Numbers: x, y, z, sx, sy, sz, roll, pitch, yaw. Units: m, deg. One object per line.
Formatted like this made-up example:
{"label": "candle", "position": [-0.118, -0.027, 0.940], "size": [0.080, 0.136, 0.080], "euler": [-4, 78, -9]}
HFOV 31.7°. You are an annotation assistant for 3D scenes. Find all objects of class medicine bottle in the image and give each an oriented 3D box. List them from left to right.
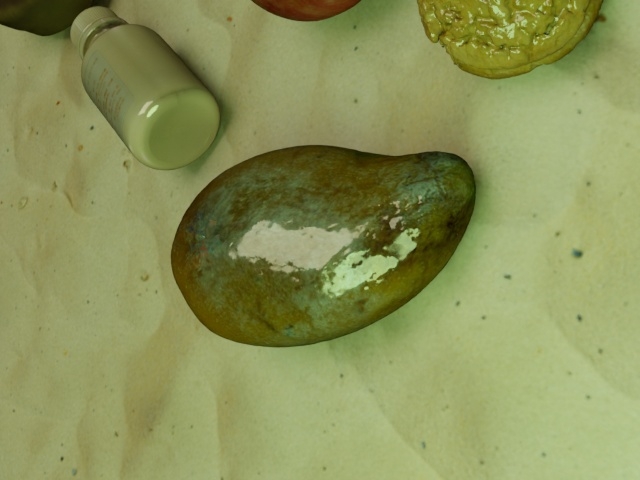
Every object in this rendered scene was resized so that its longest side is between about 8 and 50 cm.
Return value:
{"label": "medicine bottle", "position": [-0.219, -0.192, 1.325], "size": [0.114, 0.114, 0.252], "euler": [-54, 49, 16]}

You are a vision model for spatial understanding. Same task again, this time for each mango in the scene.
{"label": "mango", "position": [0.000, 0.000, 1.060], "size": [0.316, 0.146, 0.193], "euler": [-14, 69, 24]}

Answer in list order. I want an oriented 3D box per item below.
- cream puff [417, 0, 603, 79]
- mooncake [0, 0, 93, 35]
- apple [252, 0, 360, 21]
{"label": "cream puff", "position": [0.162, -0.237, 0.984], "size": [0.189, 0.129, 0.189], "euler": [-10, 75, 39]}
{"label": "mooncake", "position": [-0.370, -0.383, 1.515], "size": [0.235, 0.117, 0.235], "euler": [-11, 73, 39]}
{"label": "apple", "position": [-0.002, -0.326, 1.137], "size": [0.209, 0.164, 0.209], "euler": [-29, 51, 42]}
